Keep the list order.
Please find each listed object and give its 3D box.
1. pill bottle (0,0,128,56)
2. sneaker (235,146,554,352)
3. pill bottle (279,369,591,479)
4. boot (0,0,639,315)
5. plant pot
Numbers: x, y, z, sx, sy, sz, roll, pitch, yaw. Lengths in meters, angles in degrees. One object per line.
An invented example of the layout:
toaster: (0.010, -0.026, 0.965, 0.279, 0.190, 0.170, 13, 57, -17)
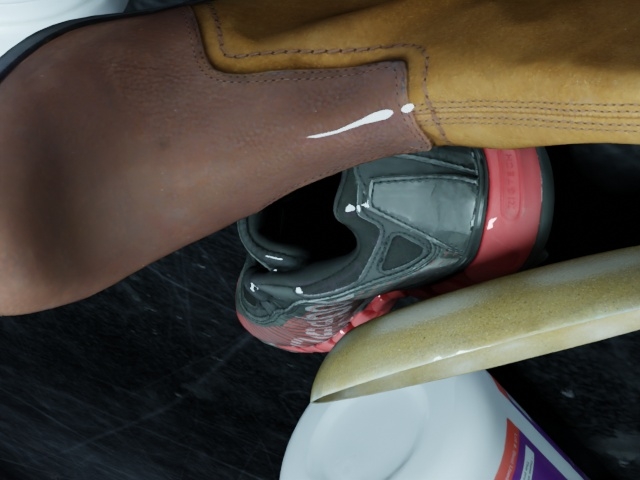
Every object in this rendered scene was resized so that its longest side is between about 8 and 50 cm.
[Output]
pill bottle: (-0.119, -0.181, 0.401, 0.152, 0.152, 0.272, 26, 155, 3)
sneaker: (0.000, -0.001, 0.639, 0.135, 0.098, 0.276, 7, 162, -27)
pill bottle: (0.127, 0.230, 0.877, 0.181, 0.181, 0.323, -4, 140, 47)
boot: (0.032, -0.037, 0.408, 0.280, 0.264, 0.096, 8, 117, 37)
plant pot: (0.106, 0.041, 0.589, 0.236, 0.032, 0.236, -13, 169, -3)
